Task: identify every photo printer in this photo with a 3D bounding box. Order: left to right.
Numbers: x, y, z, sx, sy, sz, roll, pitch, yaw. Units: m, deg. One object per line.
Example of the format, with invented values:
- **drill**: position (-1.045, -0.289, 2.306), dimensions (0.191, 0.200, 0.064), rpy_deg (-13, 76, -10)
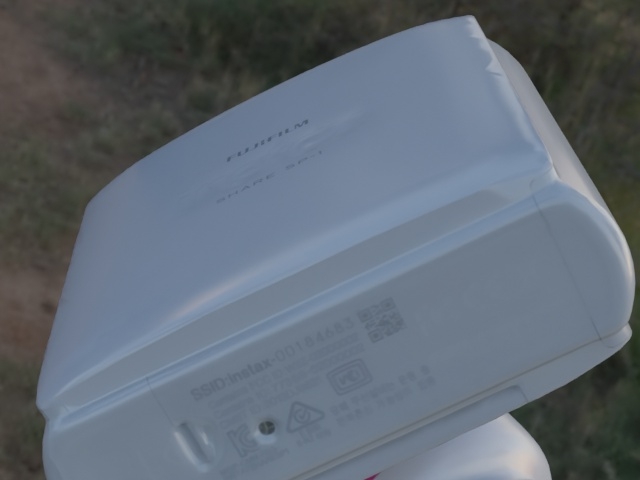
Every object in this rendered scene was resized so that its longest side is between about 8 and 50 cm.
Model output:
- **photo printer**: position (0.000, 0.000, 0.775), dimensions (0.256, 0.107, 0.307), rpy_deg (-25, 20, 8)

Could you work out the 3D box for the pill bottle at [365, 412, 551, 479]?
- **pill bottle**: position (0.042, 0.146, 1.004), dimensions (0.160, 0.160, 0.283), rpy_deg (0, 30, -38)
